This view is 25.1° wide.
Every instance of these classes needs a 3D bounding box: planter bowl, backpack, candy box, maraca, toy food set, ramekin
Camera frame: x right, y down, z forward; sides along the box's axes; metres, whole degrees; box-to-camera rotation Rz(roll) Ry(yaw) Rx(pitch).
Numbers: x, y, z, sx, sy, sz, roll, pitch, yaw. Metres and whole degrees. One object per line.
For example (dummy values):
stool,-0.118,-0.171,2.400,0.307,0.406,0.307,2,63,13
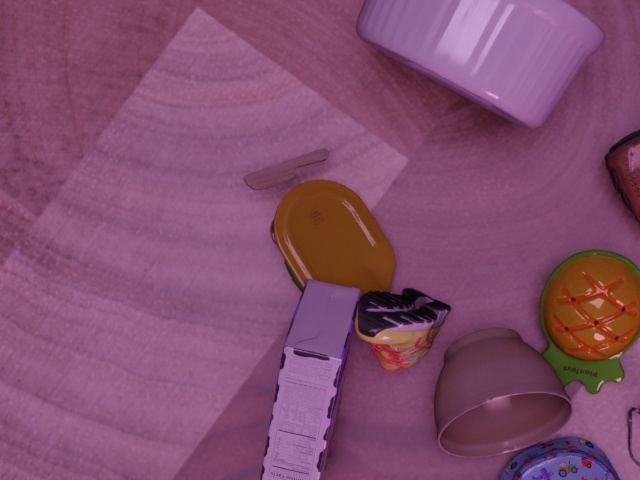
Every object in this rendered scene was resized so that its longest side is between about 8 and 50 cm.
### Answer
planter bowl,0.204,0.172,1.690,0.162,0.162,0.109,-15,57,3
backpack,0.292,0.320,1.681,0.158,0.117,0.173,-19,82,1
candy box,-0.011,0.170,1.652,0.070,0.165,0.196,12,118,4
maraca,0.322,0.097,1.709,0.127,0.099,0.185,11,112,7
toy food set,0.000,0.000,1.756,0.128,0.071,0.218,-29,86,-23
ramekin,0.175,-0.240,1.661,0.277,0.277,0.135,28,95,6

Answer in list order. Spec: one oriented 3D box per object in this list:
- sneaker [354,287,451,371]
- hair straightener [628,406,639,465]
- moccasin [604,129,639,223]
sneaker,0.091,0.113,1.673,0.081,0.208,0.094,27,100,23
hair straightener,0.450,0.285,1.705,0.230,0.047,0.089,41,89,6
moccasin,0.528,-0.137,1.689,0.380,0.139,0.147,-31,85,1
